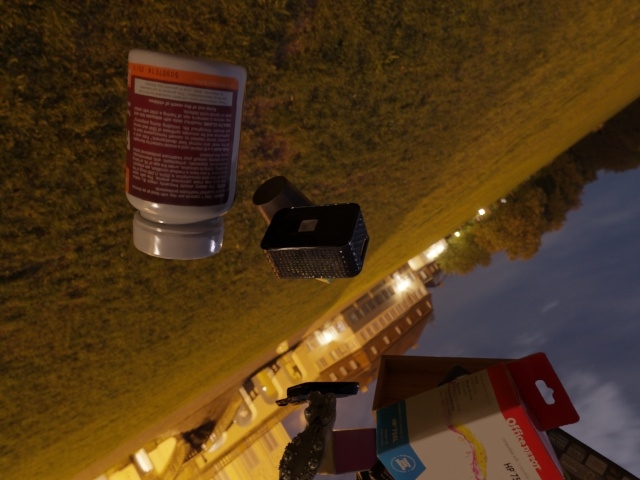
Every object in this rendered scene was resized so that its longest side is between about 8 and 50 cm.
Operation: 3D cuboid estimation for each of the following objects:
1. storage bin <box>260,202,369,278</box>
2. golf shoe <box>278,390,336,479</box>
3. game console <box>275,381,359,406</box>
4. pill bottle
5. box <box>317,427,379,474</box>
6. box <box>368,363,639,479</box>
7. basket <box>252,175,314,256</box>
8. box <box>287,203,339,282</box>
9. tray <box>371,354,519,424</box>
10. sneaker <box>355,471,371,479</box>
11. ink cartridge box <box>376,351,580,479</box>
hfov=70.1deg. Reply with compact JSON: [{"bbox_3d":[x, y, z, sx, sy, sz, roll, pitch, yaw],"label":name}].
[{"bbox_3d":[-0.008,0.001,0.873,0.180,0.084,0.122,-2,-137,21],"label":"storage bin"},{"bbox_3d":[-0.011,0.348,0.769,0.176,0.069,0.085,-58,147,-41],"label":"golf shoe"},{"bbox_3d":[-0.047,0.527,1.559,0.213,0.043,0.361,11,150,-32],"label":"game console"},{"bbox_3d":[-0.283,-0.175,0.947,0.224,0.224,0.391,-20,124,-57],"label":"pill bottle"},{"bbox_3d":[0.088,0.686,1.496,0.233,0.126,0.149,13,153,-36],"label":"box"},{"bbox_3d":[0.346,0.479,0.892,0.318,0.395,0.097,-40,138,-23],"label":"box"},{"bbox_3d":[-0.099,-0.083,1.453,0.205,0.226,0.154,-25,-141,17],"label":"basket"},{"bbox_3d":[0.000,0.000,1.069,0.042,0.109,0.178,69,39,-72],"label":"box"},{"bbox_3d":[0.365,0.426,1.276,0.412,0.076,0.202,-2,-147,18],"label":"tray"},{"bbox_3d":[0.164,0.874,1.565,0.109,0.130,0.286,5,-156,9],"label":"sneaker"},{"bbox_3d":[0.202,0.247,0.574,0.231,0.134,0.078,-28,-161,18],"label":"ink cartridge box"}]
